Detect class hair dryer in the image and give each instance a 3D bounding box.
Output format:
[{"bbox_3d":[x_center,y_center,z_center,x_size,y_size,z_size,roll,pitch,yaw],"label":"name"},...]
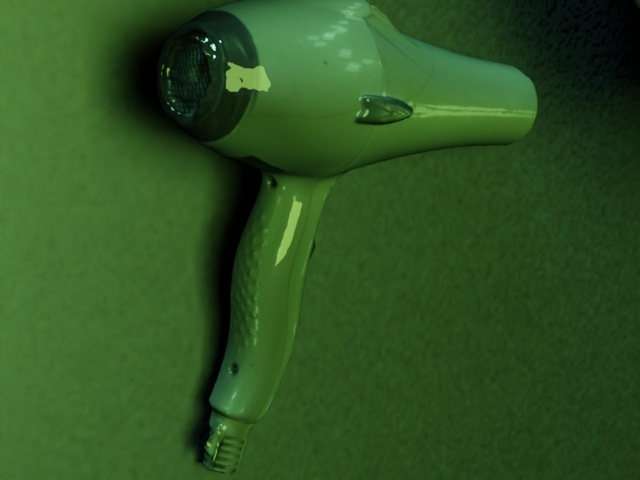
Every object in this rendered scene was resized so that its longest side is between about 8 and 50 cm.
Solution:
[{"bbox_3d":[0.022,-0.022,0.830,0.219,0.088,0.225,-23,123,-36],"label":"hair dryer"}]

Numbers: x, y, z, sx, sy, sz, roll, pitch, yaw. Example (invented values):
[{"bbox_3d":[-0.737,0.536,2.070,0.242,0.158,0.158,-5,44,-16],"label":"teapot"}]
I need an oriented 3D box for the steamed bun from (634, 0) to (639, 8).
[{"bbox_3d":[0.265,-0.184,0.873,0.339,0.247,0.352,56,28,-16],"label":"steamed bun"}]
